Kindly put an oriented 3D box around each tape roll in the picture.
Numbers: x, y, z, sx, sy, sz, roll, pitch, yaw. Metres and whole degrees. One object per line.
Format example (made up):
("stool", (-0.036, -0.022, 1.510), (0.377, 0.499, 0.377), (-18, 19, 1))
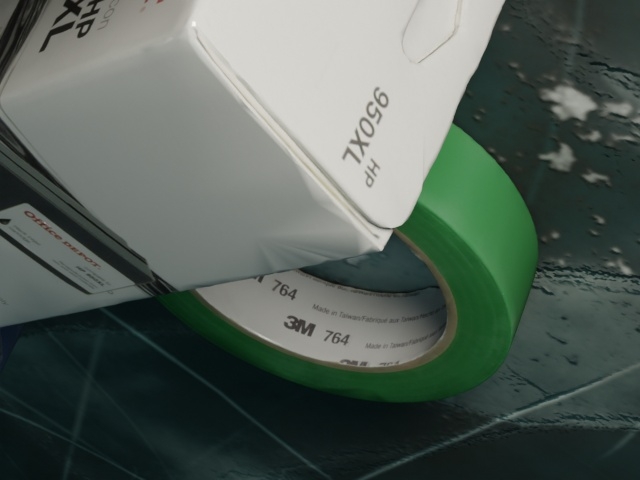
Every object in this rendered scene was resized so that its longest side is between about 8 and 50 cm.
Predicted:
("tape roll", (0.000, 0.000, 1.313), (0.321, 0.077, 0.321), (16, 147, 11))

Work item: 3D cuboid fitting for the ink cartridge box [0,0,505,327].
("ink cartridge box", (-0.102, -0.119, 1.012), (0.395, 0.285, 0.166), (-12, 132, 42))

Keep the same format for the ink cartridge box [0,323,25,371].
("ink cartridge box", (-0.312, 0.026, 1.253), (0.151, 0.395, 0.270), (18, 147, 9))
